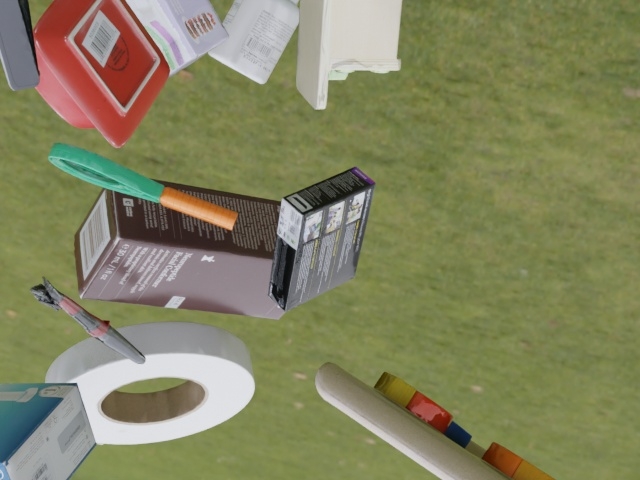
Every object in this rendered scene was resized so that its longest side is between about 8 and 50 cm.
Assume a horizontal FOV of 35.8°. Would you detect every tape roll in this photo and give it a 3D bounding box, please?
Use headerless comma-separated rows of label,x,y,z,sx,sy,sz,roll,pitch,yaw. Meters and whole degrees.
tape roll,-0.319,0.276,1.864,0.392,0.072,0.392,-9,148,-6

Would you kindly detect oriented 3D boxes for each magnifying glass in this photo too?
magnifying glass,-0.208,-0.063,1.166,0.231,0.026,0.092,22,168,-3

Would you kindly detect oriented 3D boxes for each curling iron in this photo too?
curling iron,-0.354,0.130,1.551,0.068,0.035,0.274,32,171,41

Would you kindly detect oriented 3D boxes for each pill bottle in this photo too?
pill bottle,-0.112,-0.435,1.941,0.131,0.229,0.131,29,-174,-3

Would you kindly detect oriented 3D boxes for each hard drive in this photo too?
hard drive,-0.216,-0.182,0.672,0.022,0.135,0.094,-12,142,-10

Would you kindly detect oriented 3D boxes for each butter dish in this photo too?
butter dish,-0.265,-0.193,1.084,0.118,0.160,0.160,-10,130,31

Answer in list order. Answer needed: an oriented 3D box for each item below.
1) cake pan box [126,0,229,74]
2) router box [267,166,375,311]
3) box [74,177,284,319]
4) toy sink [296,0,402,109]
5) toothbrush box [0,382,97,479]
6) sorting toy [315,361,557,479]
cake pan box,-0.259,-0.365,1.416,0.245,0.070,0.267,-6,116,60
router box,0.000,0.000,1.345,0.046,0.133,0.179,41,138,31
box,-0.202,0.019,1.674,0.381,0.143,0.191,7,143,-31
toy sink,0.046,-0.330,1.523,0.131,0.234,0.153,-2,-158,-14
toothbrush box,-0.535,0.325,1.524,0.295,0.216,0.126,-3,113,18
sorting toy,0.104,0.150,0.707,0.193,0.038,0.208,31,177,23
